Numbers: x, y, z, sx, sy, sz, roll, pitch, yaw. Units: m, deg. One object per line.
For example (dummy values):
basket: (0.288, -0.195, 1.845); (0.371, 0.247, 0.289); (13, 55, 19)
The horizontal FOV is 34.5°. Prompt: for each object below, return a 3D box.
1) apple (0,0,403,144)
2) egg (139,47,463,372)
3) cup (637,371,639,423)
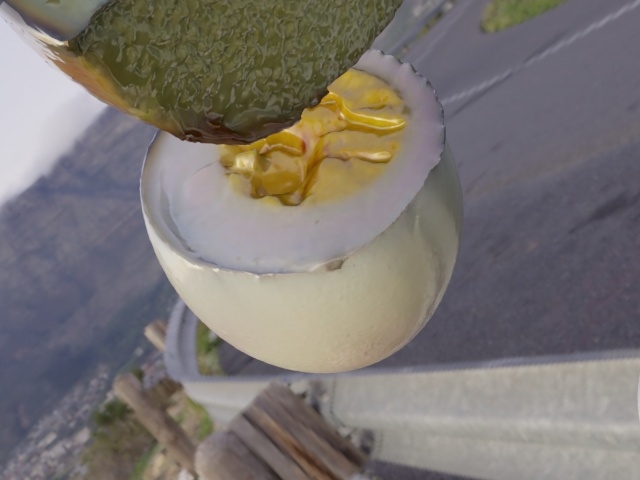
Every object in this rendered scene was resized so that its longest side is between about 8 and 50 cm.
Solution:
apple: (-0.025, -0.193, 0.456); (0.346, 0.254, 0.179); (-58, 23, -18)
egg: (0.000, 0.000, 1.218); (0.354, 0.354, 0.340); (-43, -36, -18)
cup: (0.417, 0.179, 0.869); (0.257, 0.219, 0.290); (18, 85, 61)
